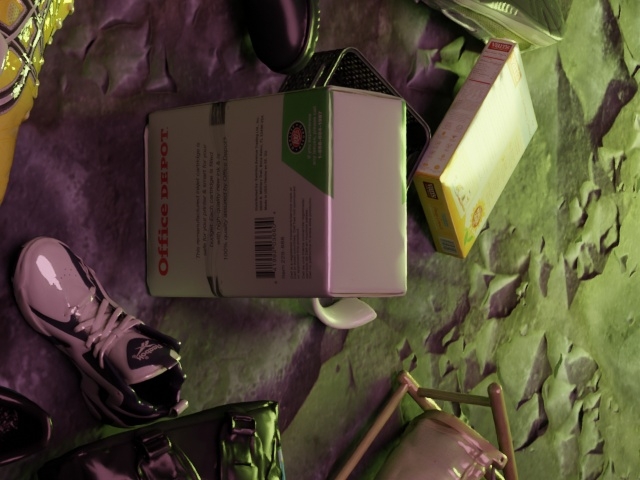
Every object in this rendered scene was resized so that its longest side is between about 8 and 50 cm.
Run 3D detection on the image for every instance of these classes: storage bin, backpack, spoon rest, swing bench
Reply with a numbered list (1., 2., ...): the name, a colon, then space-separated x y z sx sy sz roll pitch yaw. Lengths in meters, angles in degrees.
1. storage bin: 0.035 -0.134 1.836 0.180 0.084 0.122 43 62 -32
2. backpack: -0.150 0.376 1.570 0.290 0.273 0.356 -12 78 -45
3. spoon rest: 0.000 0.000 1.763 0.084 0.137 0.276 -36 133 -24
4. swing bench: 0.147 0.342 1.877 0.253 0.165 0.255 -51 126 -31

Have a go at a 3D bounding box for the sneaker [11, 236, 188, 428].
1. sneaker: -0.212 0.096 1.561 0.094 0.153 0.235 -37 113 -38

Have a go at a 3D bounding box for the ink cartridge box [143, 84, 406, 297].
1. ink cartridge box: -0.052 -0.044 1.620 0.121 0.289 0.211 1 88 -45

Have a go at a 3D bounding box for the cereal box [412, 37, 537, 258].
1. cereal box: 0.204 -0.120 1.973 0.240 0.047 0.173 -59 148 -27

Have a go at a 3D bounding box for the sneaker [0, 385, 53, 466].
1. sneaker: -0.391 0.173 1.420 0.302 0.121 0.108 -1 89 -42

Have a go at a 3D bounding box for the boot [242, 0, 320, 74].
1. boot: -0.105 -0.319 1.704 0.207 0.094 0.246 6 78 -45

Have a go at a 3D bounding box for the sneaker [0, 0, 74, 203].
1. sneaker: -0.301 -0.201 1.441 0.147 0.145 0.385 5 88 -43

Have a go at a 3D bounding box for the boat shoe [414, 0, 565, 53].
1. boat shoe: 0.184 -0.321 1.964 0.320 0.103 0.118 19 55 -40
